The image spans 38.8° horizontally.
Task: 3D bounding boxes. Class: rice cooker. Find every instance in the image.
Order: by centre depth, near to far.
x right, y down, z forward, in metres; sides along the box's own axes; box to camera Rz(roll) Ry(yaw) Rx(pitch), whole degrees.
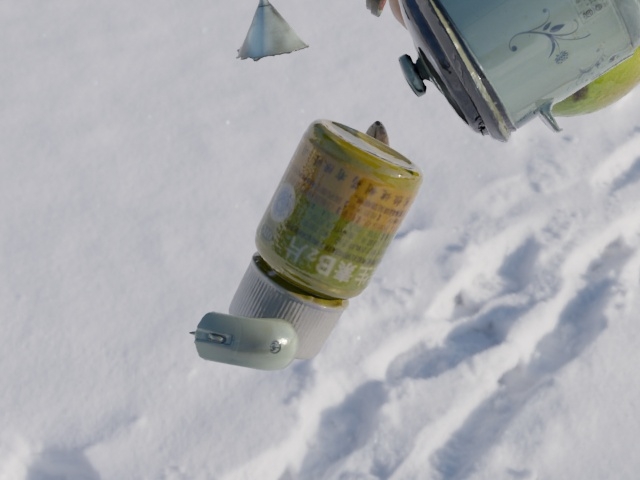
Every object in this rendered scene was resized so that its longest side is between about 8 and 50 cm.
[{"bbox_3d":[0.235,-0.275,1.135,0.316,0.317,0.264,15,11,5],"label":"rice cooker"}]

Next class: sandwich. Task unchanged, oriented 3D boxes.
[{"bbox_3d":[0.106,-0.448,1.618,0.029,0.135,0.067,26,60,6],"label":"sandwich"}]

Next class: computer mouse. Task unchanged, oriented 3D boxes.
[{"bbox_3d":[-0.125,0.162,1.479,0.181,0.089,0.056,9,-5,-2],"label":"computer mouse"}]

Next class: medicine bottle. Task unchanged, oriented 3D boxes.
[{"bbox_3d":[0.000,0.000,1.594,0.224,0.384,0.224,26,16,-8],"label":"medicine bottle"}]

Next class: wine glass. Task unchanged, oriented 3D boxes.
[{"bbox_3d":[-0.089,-0.378,1.407,0.122,0.183,0.122,-8,20,3],"label":"wine glass"}]

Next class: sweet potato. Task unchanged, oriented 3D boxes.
[{"bbox_3d":[0.135,-0.160,2.046,0.108,0.346,0.079,-37,69,3],"label":"sweet potato"}]

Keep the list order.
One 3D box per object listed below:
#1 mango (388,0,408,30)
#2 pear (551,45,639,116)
[{"bbox_3d":[0.258,-0.433,1.439,0.317,0.211,0.173,-31,37,13],"label":"mango"},{"bbox_3d":[0.515,-0.434,1.860,0.391,0.391,0.391,8,35,-5],"label":"pear"}]
